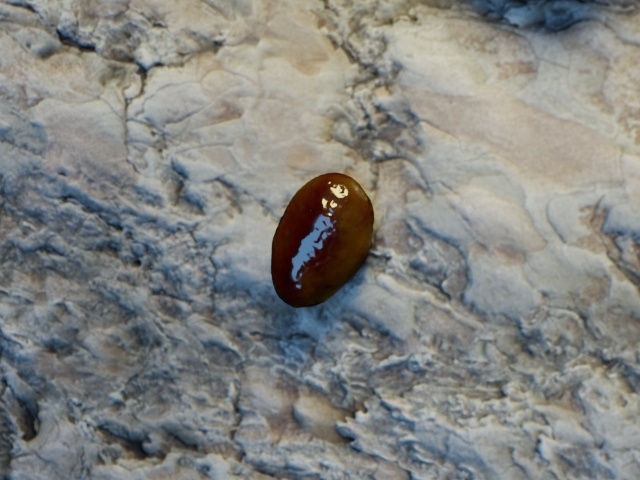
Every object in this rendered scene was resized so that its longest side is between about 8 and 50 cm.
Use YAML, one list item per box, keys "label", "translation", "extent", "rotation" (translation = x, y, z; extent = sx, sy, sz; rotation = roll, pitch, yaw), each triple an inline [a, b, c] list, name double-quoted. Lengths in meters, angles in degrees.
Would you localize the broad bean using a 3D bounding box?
- label: "broad bean"
  translation: [0.000, 0.000, 1.866]
  extent: [0.114, 0.084, 0.165]
  rotation: [36, 100, 1]
